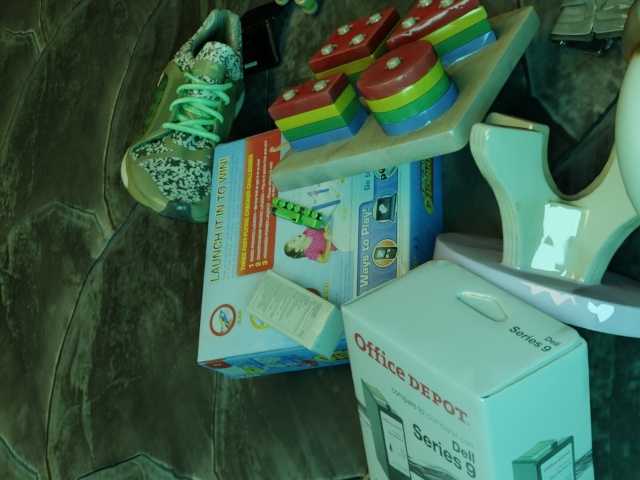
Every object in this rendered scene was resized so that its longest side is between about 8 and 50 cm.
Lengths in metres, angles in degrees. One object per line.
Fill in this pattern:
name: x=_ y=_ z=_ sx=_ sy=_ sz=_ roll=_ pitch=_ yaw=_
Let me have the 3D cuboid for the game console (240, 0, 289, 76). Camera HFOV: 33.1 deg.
game console: x=-0.093 y=-0.320 z=1.703 sx=0.122 sy=0.071 sz=0.107 roll=-8 pitch=98 yaw=48

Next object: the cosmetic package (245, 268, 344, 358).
cosmetic package: x=-0.025 y=0.083 z=1.235 sx=0.115 sy=0.041 sz=0.060 roll=29 pitch=87 yaw=40

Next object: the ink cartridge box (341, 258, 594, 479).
ink cartridge box: x=0.138 y=0.191 z=0.994 sx=0.211 sy=0.121 sz=0.289 roll=30 pitch=137 yaw=52

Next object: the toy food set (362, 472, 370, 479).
toy food set: x=0.072 y=0.310 z=1.202 sx=0.132 sy=0.038 sz=0.192 roll=8 pitch=80 yaw=51

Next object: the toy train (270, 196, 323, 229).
toy train: x=-0.030 y=-0.032 z=1.305 sx=0.083 sy=0.017 sz=0.024 roll=20 pitch=93 yaw=39

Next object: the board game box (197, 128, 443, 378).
board game box: x=0.000 y=0.000 z=1.338 sx=0.302 sy=0.086 sz=0.308 roll=-12 pitch=64 yaw=32

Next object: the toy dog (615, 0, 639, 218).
toy dog: x=0.367 y=-0.048 z=0.729 sx=0.395 sy=0.408 sz=0.284 roll=-12 pitch=64 yaw=46

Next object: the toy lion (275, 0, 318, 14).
toy lion: x=-0.019 y=-0.394 z=1.624 sx=0.100 sy=0.034 sz=0.096 roll=27 pitch=84 yaw=38

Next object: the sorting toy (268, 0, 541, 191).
sorting toy: x=0.080 y=-0.185 z=1.201 sx=0.255 sy=0.089 sz=0.257 roll=-11 pitch=32 yaw=40

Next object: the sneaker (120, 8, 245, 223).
sneaker: x=-0.180 y=-0.193 z=1.527 sx=0.410 sy=0.158 sz=0.182 roll=-89 pitch=15 yaw=-47

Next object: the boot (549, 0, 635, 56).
boot: x=0.282 y=-0.294 z=1.207 sx=0.246 sy=0.083 sz=0.161 roll=21 pitch=95 yaw=53

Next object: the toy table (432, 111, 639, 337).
toy table: x=0.228 y=-0.024 z=1.032 sx=0.274 sy=0.252 sz=0.161 roll=22 pitch=106 yaw=44
